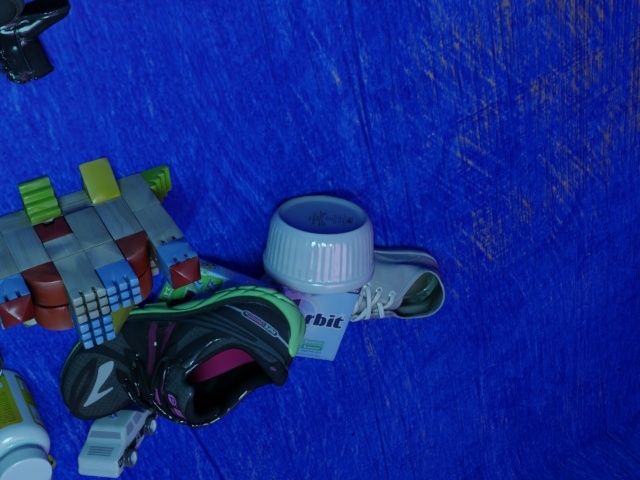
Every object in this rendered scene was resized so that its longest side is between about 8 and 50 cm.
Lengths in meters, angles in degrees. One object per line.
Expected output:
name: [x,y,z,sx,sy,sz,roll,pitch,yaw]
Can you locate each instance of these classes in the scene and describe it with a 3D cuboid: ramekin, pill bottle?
ramekin: [0.000,0.000,1.741,0.207,0.207,0.109,-12,121,-29]
pill bottle: [-0.522,0.323,1.614,0.117,0.208,0.118,-20,134,-22]

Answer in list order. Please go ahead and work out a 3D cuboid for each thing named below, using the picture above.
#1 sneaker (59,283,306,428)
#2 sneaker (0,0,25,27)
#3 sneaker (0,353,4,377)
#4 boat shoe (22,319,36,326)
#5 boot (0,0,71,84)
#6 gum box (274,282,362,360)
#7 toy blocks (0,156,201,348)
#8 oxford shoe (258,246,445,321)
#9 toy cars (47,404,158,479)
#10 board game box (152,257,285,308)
sneaker: [-0.257,0.220,1.652,0.482,0.202,0.185,-20,129,21]
sneaker: [-0.473,-0.252,1.203,0.222,0.118,0.083,-16,146,-8]
sneaker: [-0.641,0.234,1.537,0.271,0.100,0.108,-20,129,-22]
boat shoe: [-0.433,0.087,1.602,0.153,0.056,0.048,-29,106,-7]
boot: [-0.392,-0.274,1.330,0.121,0.045,0.099,-20,132,-12]
gum box: [-0.022,0.136,1.833,0.156,0.041,0.184,10,118,-20]
toy blocks: [-0.356,0.043,1.463,0.381,0.261,0.191,-20,134,-21]
oxford shoe: [0.075,0.099,1.931,0.449,0.130,0.169,-2,129,-33]
toy cars: [-0.460,0.381,1.727,0.393,0.176,0.087,-23,120,-28]
board game box: [-0.192,0.124,1.753,0.211,0.039,0.160,21,115,-18]
